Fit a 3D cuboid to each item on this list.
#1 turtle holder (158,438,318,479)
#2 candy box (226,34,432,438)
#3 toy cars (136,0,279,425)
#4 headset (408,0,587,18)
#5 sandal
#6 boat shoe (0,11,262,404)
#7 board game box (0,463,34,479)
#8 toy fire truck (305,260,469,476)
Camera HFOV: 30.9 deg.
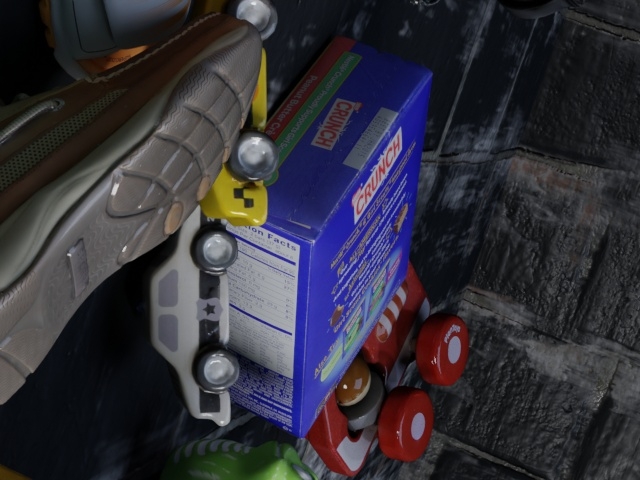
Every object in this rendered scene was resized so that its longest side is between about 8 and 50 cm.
[{"bbox_3d":[-0.086,0.329,1.133,0.320,0.228,0.243,-69,164,2],"label":"turtle holder"},{"bbox_3d":[0.000,0.000,1.186,0.268,0.122,0.317,-54,160,-38],"label":"candy box"},{"bbox_3d":[-0.100,-0.024,0.868,0.176,0.087,0.393,-107,-158,-46],"label":"toy cars"},{"bbox_3d":[0.159,-0.315,1.167,0.185,0.243,0.394,-46,-175,9],"label":"headset"},{"bbox_3d":[-0.114,-0.179,0.662,0.102,0.076,0.265,-59,162,-29],"label":"sandal"},{"bbox_3d":[-0.150,-0.038,0.640,0.324,0.116,0.123,-49,164,-36],"label":"boat shoe"},{"bbox_3d":[-0.143,0.277,0.857,0.064,0.242,0.316,-61,163,-26],"label":"board game box"},{"bbox_3d":[0.055,0.142,1.540,0.302,0.169,0.254,-60,138,-30],"label":"toy fire truck"}]
